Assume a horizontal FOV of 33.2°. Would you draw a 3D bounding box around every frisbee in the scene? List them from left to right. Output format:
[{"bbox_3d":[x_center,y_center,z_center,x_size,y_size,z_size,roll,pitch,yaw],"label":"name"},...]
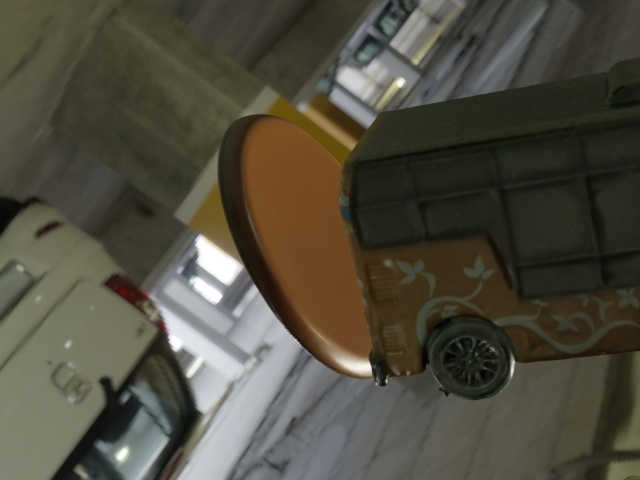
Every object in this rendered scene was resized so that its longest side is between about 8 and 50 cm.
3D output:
[{"bbox_3d":[0.000,0.000,0.919,0.021,0.251,0.251,-28,-165,25],"label":"frisbee"}]

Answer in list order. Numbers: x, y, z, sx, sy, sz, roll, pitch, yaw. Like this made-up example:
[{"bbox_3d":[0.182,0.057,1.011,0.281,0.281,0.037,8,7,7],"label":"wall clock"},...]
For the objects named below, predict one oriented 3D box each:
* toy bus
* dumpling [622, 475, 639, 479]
[{"bbox_3d":[0.160,-0.015,0.632,0.275,0.167,0.138,-7,-161,17],"label":"toy bus"},{"bbox_3d":[0.393,0.414,1.485,0.199,0.136,0.118,-39,146,-6],"label":"dumpling"}]
